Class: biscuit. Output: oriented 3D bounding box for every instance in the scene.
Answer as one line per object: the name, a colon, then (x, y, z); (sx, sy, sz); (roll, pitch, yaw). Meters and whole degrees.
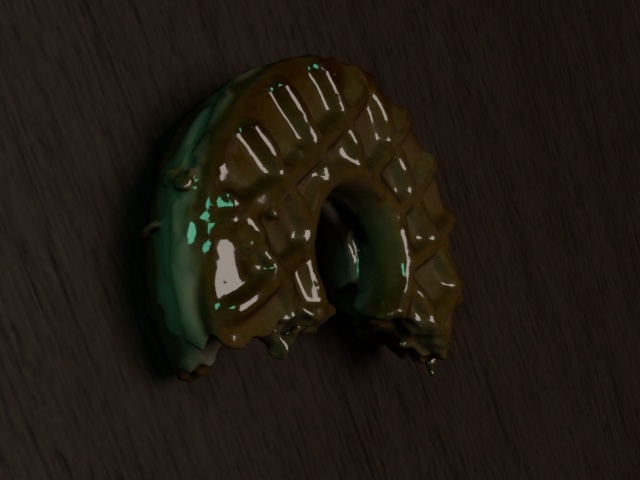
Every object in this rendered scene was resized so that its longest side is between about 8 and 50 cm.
biscuit: (-0.006, -0.018, 1.031); (0.366, 0.115, 0.268); (9, 75, -55)
